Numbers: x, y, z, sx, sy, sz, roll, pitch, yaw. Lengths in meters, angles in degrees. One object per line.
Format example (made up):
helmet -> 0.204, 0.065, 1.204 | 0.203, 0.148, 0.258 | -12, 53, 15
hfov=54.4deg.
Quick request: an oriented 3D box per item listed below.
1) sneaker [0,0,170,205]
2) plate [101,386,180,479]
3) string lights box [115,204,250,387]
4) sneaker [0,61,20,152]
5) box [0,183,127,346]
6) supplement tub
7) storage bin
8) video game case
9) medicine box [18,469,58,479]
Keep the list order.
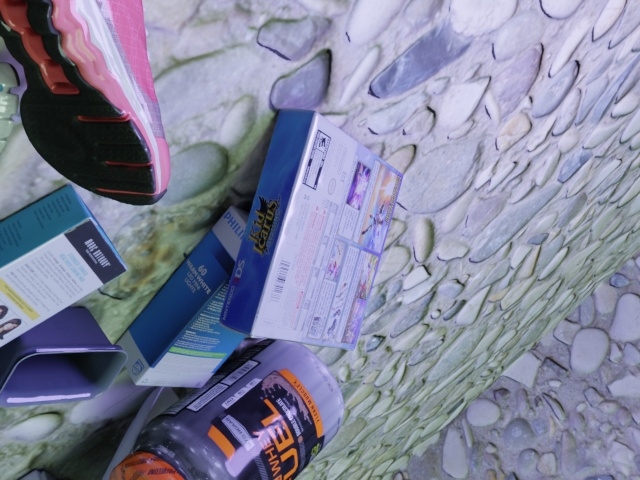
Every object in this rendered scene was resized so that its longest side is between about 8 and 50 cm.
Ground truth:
sneaker -> -0.168, -0.160, 0.479 | 0.314, 0.115, 0.136 | 80, 28, -47
plate -> -0.289, 0.401, 1.012 | 0.278, 0.045, 0.277 | 81, 27, -54
string lights box -> -0.145, 0.086, 0.859 | 0.260, 0.077, 0.133 | -49, 148, 11
sneaker -> -0.314, -0.065, 0.513 | 0.083, 0.071, 0.191 | 4, 118, -42
box -> -0.331, 0.050, 0.628 | 0.244, 0.060, 0.100 | -33, 147, -14
supplement tub -> -0.132, 0.308, 0.948 | 0.338, 0.207, 0.207 | -32, 152, -47
storage bin -> -0.311, 0.130, 0.718 | 0.135, 0.091, 0.098 | 11, 121, -52
video game case -> 0.000, 0.000, 0.815 | 0.244, 0.061, 0.270 | 22, 83, -55
medicine box -> -0.487, 0.532, 0.962 | 0.289, 0.149, 0.263 | -31, 147, -16
